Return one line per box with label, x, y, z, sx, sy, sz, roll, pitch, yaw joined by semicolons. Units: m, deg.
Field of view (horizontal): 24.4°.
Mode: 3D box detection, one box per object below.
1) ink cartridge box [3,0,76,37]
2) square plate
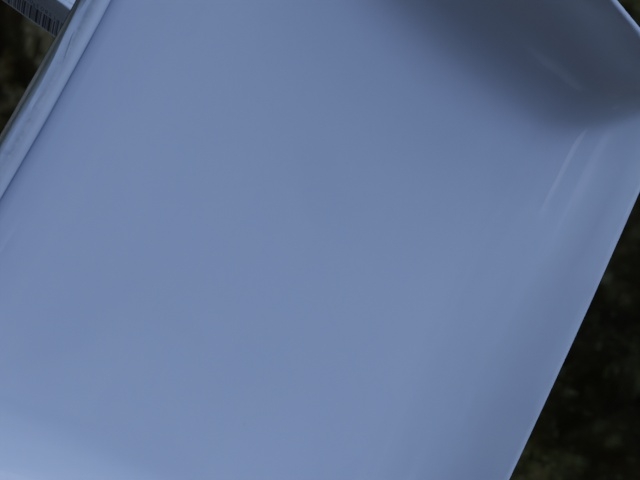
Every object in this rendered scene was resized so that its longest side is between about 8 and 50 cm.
ink cartridge box;-0.237;-0.314;1.395;0.232;0.189;0.066;-52;175;-36
square plate;0.000;0.000;0.610;0.049;0.347;0.344;18;-103;43
